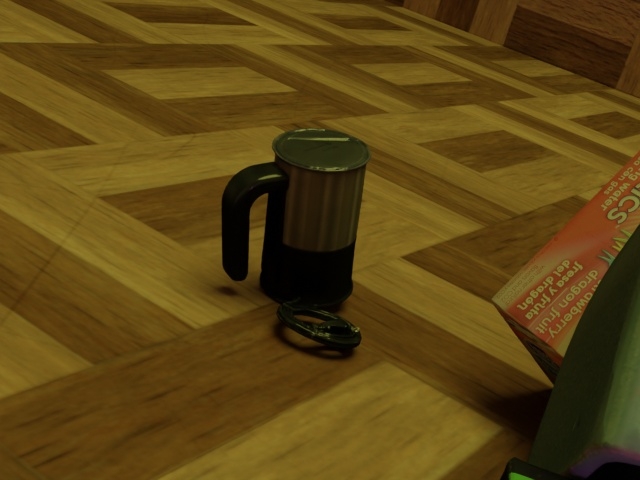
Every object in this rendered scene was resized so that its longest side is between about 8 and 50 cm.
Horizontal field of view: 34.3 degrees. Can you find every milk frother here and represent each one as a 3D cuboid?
[{"bbox_3d":[0.000,0.000,0.854,0.143,0.135,0.129,30,38,35],"label":"milk frother"}]

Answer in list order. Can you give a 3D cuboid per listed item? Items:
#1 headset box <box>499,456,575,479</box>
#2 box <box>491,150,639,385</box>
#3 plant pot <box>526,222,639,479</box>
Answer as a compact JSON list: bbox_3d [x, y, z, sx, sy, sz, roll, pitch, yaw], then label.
[{"bbox_3d":[0.167,0.234,0.395,0.246,0.131,0.283,19,20,3],"label":"headset box"},{"bbox_3d":[0.303,0.013,0.800,0.154,0.300,0.142,49,-4,-41],"label":"box"},{"bbox_3d":[0.272,0.061,0.582,0.247,0.252,0.248,17,-22,7],"label":"plant pot"}]
